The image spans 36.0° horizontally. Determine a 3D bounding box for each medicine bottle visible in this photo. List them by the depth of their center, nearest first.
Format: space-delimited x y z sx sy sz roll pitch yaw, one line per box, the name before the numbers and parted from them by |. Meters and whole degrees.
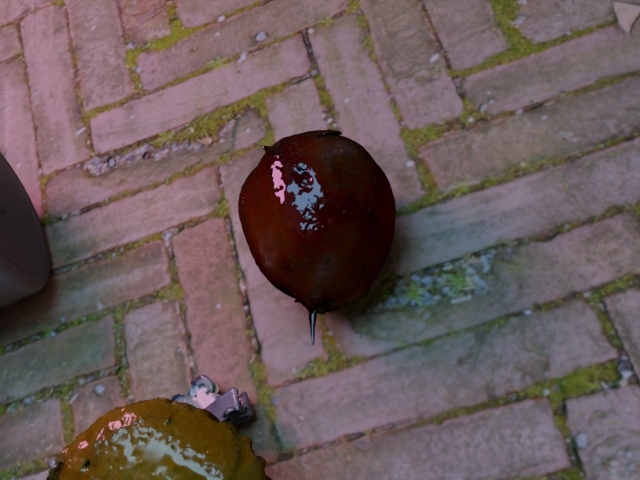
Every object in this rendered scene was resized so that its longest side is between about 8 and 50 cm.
medicine bottle | -0.491 0.004 1.213 0.232 0.238 0.237 -24 55 4

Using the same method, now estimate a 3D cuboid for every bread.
bread | -0.146 0.269 0.967 0.240 0.139 0.239 -1 87 18

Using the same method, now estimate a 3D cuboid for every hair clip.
hair clip | -0.155 0.211 1.076 0.172 0.049 0.116 -27 50 10

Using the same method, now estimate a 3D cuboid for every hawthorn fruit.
hawthorn fruit | 0.000 0.000 1.079 0.181 0.181 0.235 -10 71 15
